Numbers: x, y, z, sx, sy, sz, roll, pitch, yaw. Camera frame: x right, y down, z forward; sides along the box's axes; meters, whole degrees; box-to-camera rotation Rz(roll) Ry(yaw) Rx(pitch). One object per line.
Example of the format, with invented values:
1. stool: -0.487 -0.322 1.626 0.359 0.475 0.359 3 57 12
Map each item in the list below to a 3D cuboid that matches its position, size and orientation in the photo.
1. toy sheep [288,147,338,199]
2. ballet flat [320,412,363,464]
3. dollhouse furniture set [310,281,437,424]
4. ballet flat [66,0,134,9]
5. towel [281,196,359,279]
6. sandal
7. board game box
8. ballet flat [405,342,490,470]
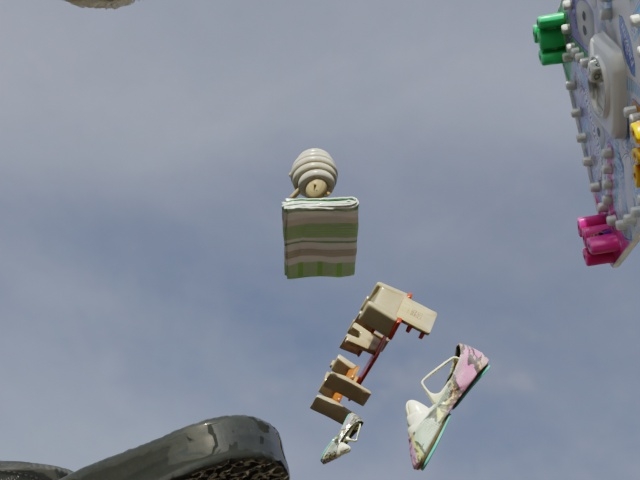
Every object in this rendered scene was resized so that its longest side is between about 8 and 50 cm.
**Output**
1. toy sheep: -0.012 -0.114 1.927 0.091 0.132 0.091 -5 -44 -5
2. ballet flat: 0.043 0.362 2.008 0.041 0.114 0.041 26 -33 18
3. dollhouse furniture set: 0.116 0.222 2.251 0.135 0.262 0.259 28 -52 2
4. ballet flat: -0.262 -0.425 1.686 0.147 0.409 0.147 28 -44 30
5. towel: 0.000 0.000 1.648 0.113 0.023 0.152 -1 -48 -2
6. sandal: -0.243 0.238 0.943 0.445 0.107 0.167 -21 -36 0
7. board game box: 0.356 -0.197 1.427 0.050 0.390 0.390 -9 -17 0
8. ballet flat: 0.184 0.255 1.750 0.079 0.221 0.077 35 -21 5
